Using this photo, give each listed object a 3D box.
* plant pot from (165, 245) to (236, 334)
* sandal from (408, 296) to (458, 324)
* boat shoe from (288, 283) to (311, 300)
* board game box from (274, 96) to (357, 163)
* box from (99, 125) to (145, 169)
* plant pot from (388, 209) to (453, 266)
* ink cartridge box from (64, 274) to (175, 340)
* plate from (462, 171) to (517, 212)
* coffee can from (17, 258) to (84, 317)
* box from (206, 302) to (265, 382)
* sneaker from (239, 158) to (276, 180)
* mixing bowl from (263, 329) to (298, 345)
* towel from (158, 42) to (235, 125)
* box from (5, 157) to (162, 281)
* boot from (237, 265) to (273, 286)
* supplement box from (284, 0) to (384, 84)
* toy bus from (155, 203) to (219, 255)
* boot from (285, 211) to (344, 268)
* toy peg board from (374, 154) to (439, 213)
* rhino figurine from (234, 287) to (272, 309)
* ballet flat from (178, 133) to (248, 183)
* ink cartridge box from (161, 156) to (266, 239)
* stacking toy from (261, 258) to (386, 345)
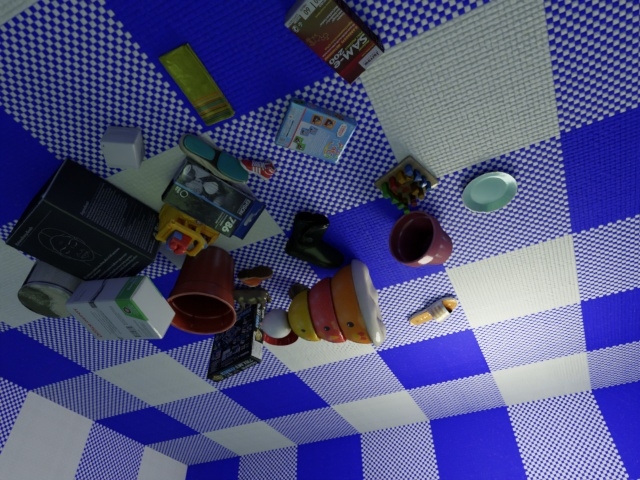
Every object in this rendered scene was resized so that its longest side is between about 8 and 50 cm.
[{"bbox_3d":[-0.451,0.181,1.797,0.272,0.265,0.272,-1,136,-1],"label":"plant pot"},{"bbox_3d":[0.527,0.351,2.122,0.102,0.076,0.265,31,128,-29],"label":"sandal"},{"bbox_3d":[-0.042,0.298,2.035,0.104,0.111,0.307,-34,127,29],"label":"boat shoe"},{"bbox_3d":[-0.016,-0.335,1.421,0.211,0.039,0.160,16,134,-16],"label":"board game box"},{"bbox_3d":[-0.611,-0.287,1.429,0.101,0.087,0.102,4,136,-5],"label":"box"},{"bbox_3d":[0.384,0.008,1.692,0.180,0.201,0.201,18,136,-41],"label":"plant pot"},{"bbox_3d":[-0.700,0.241,1.617,0.289,0.122,0.211,-5,130,19],"label":"ink cartridge box"},{"bbox_3d":[0.589,-0.172,1.610,0.188,0.024,0.188,0,137,0],"label":"plate"},{"bbox_3d":[-0.961,0.119,1.718,0.201,0.275,0.202,0,136,0],"label":"coffee can"},{"bbox_3d":[-0.373,0.448,2.059,0.295,0.293,0.073,-32,127,28],"label":"box"},{"bbox_3d":[-0.201,-0.247,1.509,0.118,0.042,0.067,25,135,-34],"label":"sneaker"},{"bbox_3d":[-0.190,0.405,2.156,0.181,0.098,0.181,-1,137,-1],"label":"mixing bowl"},{"bbox_3d":[-0.351,-0.438,1.321,0.102,0.021,0.237,-19,133,17],"label":"towel"},{"bbox_3d":[-0.798,-0.035,1.604,0.293,0.212,0.395,-32,129,29],"label":"box"},{"bbox_3d":[-0.260,0.154,1.925,0.157,0.059,0.085,-8,140,20],"label":"boot"},{"bbox_3d":[0.038,-0.534,1.187,0.239,0.073,0.130,32,127,-30],"label":"supplement box"},{"bbox_3d":[-0.463,-0.021,1.624,0.220,0.211,0.149,31,127,-31],"label":"toy bus"},{"bbox_3d":[0.000,0.000,1.732,0.246,0.094,0.207,17,138,-9],"label":"boot"},{"bbox_3d":[0.296,-0.176,1.563,0.161,0.079,0.160,32,128,-30],"label":"toy peg board"},{"bbox_3d":[-0.337,0.248,2.009,0.243,0.073,0.106,0,140,2],"label":"rhino figurine"},{"bbox_3d":[-0.347,-0.257,1.482,0.248,0.086,0.086,34,127,-29],"label":"ballet flat"},{"bbox_3d":[-0.353,-0.128,1.574,0.332,0.065,0.165,30,100,-30],"label":"ink cartridge box"},{"bbox_3d":[-0.004,0.297,1.837,0.479,0.351,0.351,-17,134,10],"label":"stacking toy"}]
